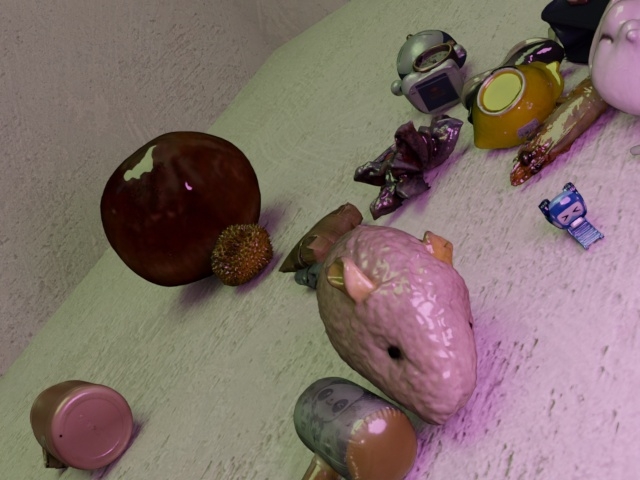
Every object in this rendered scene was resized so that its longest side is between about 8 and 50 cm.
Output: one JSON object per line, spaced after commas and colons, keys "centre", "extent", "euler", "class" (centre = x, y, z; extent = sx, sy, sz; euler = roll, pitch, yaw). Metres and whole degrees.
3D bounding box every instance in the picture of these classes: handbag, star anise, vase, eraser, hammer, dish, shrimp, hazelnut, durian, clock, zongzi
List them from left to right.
{"centre": [-0.351, -0.088, 1.902], "extent": [0.421, 0.421, 0.352], "euler": [-37, 59, 15], "class": "hazelnut"}
{"centre": [-0.185, 0.031, 1.750], "extent": [0.168, 0.137, 0.158], "euler": [-56, 4, 1], "class": "durian"}
{"centre": [-0.012, 0.326, 0.952], "extent": [0.305, 0.113, 0.202], "euler": [-56, 21, -11], "class": "hammer"}
{"centre": [0.000, 0.000, 1.562], "extent": [0.160, 0.078, 0.176], "euler": [-47, 13, -28], "class": "zongzi"}
{"centre": [0.014, 0.068, 1.421], "extent": [0.211, 0.060, 0.060], "euler": [-9, 39, 56], "class": "vase"}
{"centre": [0.143, -0.183, 1.707], "extent": [0.099, 0.027, 0.019], "euler": [-41, 14, 4], "class": "eraser"}
{"centre": [0.179, -0.162, 1.497], "extent": [0.283, 0.129, 0.212], "euler": [-44, 4, -14], "class": "star anise"}
{"centre": [0.256, -0.402, 1.763], "extent": [0.200, 0.146, 0.243], "euler": [-28, 30, 21], "class": "clock"}
{"centre": [0.341, -0.257, 1.341], "extent": [0.207, 0.080, 0.149], "euler": [-49, 52, 11], "class": "dish"}
{"centre": [0.397, -0.191, 1.242], "extent": [0.267, 0.061, 0.145], "euler": [-52, 11, -9], "class": "shrimp"}
{"centre": [0.586, -0.444, 1.306], "extent": [0.303, 0.122, 0.329], "euler": [-42, 23, 2], "class": "handbag"}

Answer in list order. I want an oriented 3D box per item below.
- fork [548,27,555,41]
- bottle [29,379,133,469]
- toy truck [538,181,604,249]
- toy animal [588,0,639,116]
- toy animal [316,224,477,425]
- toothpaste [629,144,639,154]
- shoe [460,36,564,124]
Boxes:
{"centre": [0.477, -0.401, 1.543], "extent": [0.034, 0.028, 0.219], "euler": [-28, 21, 34], "class": "fork"}
{"centre": [-0.538, 0.405, 1.619], "extent": [0.297, 0.173, 0.206], "euler": [-7, 75, 55], "class": "bottle"}
{"centre": [0.347, -0.028, 1.020], "extent": [0.056, 0.090, 0.073], "euler": [-39, -23, 11], "class": "toy truck"}
{"centre": [0.510, -0.294, 1.067], "extent": [0.272, 0.206, 0.265], "euler": [40, 95, 34], "class": "toy animal"}
{"centre": [0.096, 0.086, 1.011], "extent": [0.188, 0.226, 0.358], "euler": [-20, 17, -18], "class": "toy animal"}
{"centre": [0.505, -0.139, 0.990], "extent": [0.197, 0.035, 0.057], "euler": [-11, 53, 51], "class": "toothpaste"}
{"centre": [0.369, -0.296, 1.448], "extent": [0.228, 0.099, 0.112], "euler": [-29, 32, 40], "class": "shoe"}
